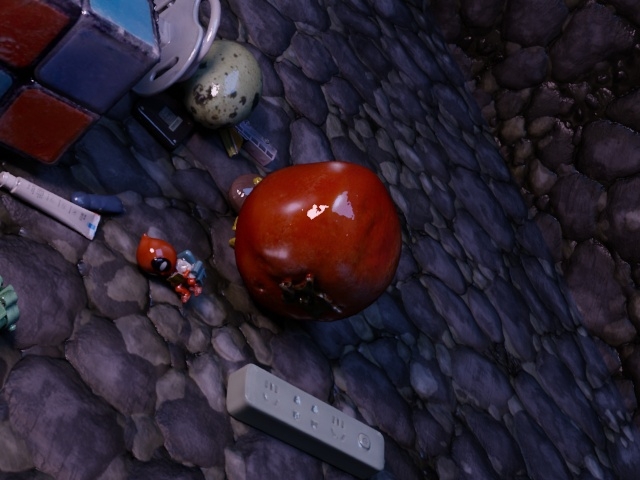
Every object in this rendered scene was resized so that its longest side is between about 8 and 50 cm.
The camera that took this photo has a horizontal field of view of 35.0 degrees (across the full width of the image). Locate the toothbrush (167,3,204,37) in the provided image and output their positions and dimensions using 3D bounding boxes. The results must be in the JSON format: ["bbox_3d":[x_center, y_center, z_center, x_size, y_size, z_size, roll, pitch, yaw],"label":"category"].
[{"bbox_3d":[-0.318,-0.505,2.317,0.288,0.026,0.024,45,50,-19],"label":"toothbrush"}]

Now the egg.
[{"bbox_3d":[-0.210,-0.323,2.139,0.177,0.177,0.228,39,31,-25],"label":"egg"}]

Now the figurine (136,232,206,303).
[{"bbox_3d":[-0.271,0.043,1.823,0.140,0.068,0.075,43,36,-23],"label":"figurine"}]

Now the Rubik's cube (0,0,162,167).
[{"bbox_3d":[-0.483,-0.365,1.662,0.318,0.313,0.316,29,35,-38],"label":"Rubik's cube"}]

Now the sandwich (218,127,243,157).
[{"bbox_3d":[-0.191,-0.218,2.212,0.044,0.031,0.083,-3,66,-50],"label":"sandwich"}]

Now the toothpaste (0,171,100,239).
[{"bbox_3d":[-0.456,-0.063,1.708,0.190,0.031,0.048,32,60,-36],"label":"toothpaste"}]

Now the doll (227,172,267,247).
[{"bbox_3d":[-0.126,-0.053,2.093,0.145,0.096,0.188,14,60,-38],"label":"doll"}]

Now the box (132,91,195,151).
[{"bbox_3d":[-0.319,-0.252,2.073,0.125,0.027,0.126,46,32,-14],"label":"box"}]

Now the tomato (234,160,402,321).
[{"bbox_3d":[0.000,0.000,1.982,0.325,0.293,0.289,46,44,-38],"label":"tomato"}]

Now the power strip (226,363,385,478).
[{"bbox_3d":[-0.012,0.346,1.897,0.385,0.062,0.091,33,41,-31],"label":"power strip"}]

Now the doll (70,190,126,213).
[{"bbox_3d":[-0.394,-0.066,1.801,0.125,0.027,0.037,7,56,-55],"label":"doll"}]

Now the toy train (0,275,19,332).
[{"bbox_3d":[-0.501,0.112,1.446,0.104,0.071,0.178,58,32,-11],"label":"toy train"}]

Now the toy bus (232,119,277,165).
[{"bbox_3d":[-0.155,-0.223,2.261,0.131,0.037,0.052,42,38,-23],"label":"toy bus"}]

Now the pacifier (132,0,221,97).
[{"bbox_3d":[-0.331,-0.433,2.023,0.226,0.238,0.287,30,43,-41],"label":"pacifier"}]
